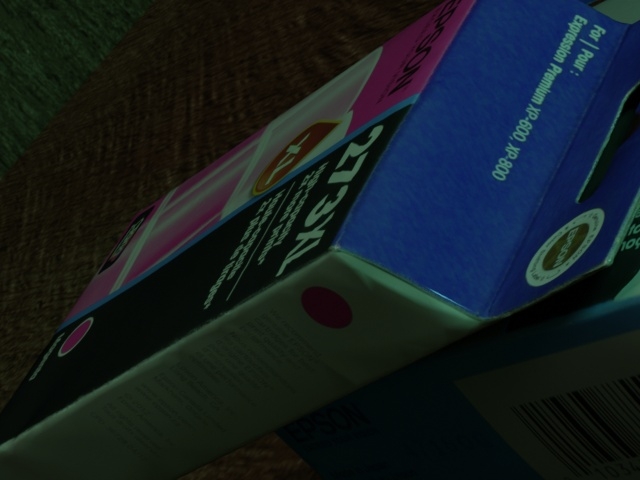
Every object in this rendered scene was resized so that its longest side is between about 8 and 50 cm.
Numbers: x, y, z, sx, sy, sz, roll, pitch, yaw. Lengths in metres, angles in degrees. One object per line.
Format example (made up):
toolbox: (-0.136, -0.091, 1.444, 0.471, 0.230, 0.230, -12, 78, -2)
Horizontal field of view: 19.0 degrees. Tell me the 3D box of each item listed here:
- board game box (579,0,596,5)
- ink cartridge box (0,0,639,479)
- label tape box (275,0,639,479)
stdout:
board game box: (0.212, -0.228, 0.965, 0.347, 0.078, 0.233, -24, 19, 4)
ink cartridge box: (0.000, 0.000, 0.792, 0.371, 0.069, 0.176, -28, 24, 46)
label tape box: (0.155, -0.043, 0.801, 0.249, 0.115, 0.347, -24, 29, 53)
